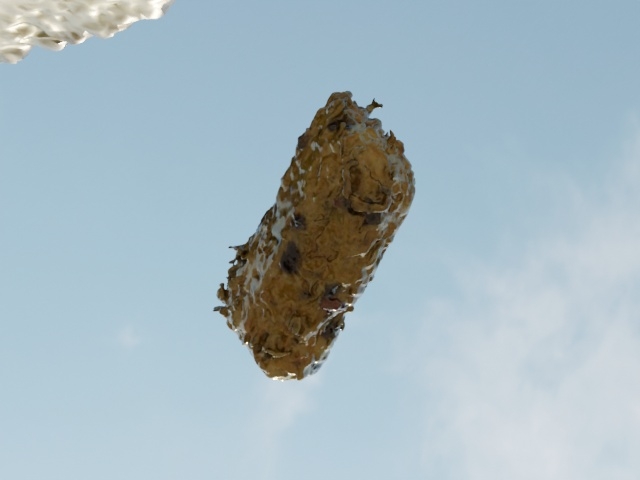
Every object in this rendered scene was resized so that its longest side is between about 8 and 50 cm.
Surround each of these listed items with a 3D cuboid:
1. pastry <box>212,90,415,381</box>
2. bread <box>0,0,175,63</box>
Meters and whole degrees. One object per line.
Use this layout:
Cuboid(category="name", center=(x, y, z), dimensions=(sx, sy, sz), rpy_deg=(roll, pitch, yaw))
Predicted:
Cuboid(category="pastry", center=(0.000, 0.000, 0.766), dimensions=(0.080, 0.056, 0.140), rpy_deg=(51, -59, 35))
Cuboid(category="bread", center=(-0.266, -0.316, 0.983), dimensions=(0.371, 0.279, 0.390), rpy_deg=(-8, -108, 39))
